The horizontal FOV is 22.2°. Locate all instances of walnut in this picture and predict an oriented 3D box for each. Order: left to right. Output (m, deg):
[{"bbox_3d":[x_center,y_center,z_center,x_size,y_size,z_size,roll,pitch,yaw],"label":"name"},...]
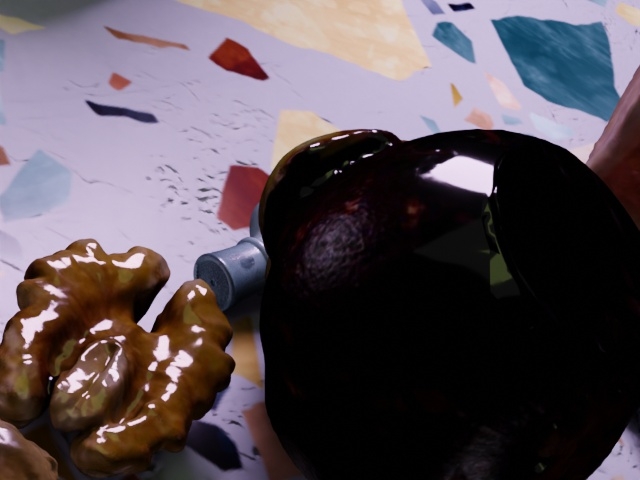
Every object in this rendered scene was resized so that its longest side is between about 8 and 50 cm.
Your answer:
[{"bbox_3d":[-0.132,0.074,0.997,0.143,0.069,0.170,34,41,3],"label":"walnut"}]

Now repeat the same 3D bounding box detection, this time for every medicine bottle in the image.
[{"bbox_3d":[0.000,0.000,1.170,0.208,0.054,0.090,-22,64,-40],"label":"medicine bottle"}]

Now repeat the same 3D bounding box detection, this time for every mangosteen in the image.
[{"bbox_3d":[0.074,0.038,1.013,0.287,0.233,0.288,25,45,-28],"label":"mangosteen"}]

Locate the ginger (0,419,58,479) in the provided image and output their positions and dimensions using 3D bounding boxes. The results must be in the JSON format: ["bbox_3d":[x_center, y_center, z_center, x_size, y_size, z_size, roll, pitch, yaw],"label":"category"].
[{"bbox_3d":[-0.241,0.139,0.816,0.218,0.123,0.270,-22,61,-41],"label":"ginger"}]

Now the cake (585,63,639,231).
[{"bbox_3d":[0.403,-0.082,1.363,0.309,0.237,0.230,36,40,5],"label":"cake"}]

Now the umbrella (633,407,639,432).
[{"bbox_3d":[0.254,0.091,1.226,0.071,0.080,0.224,-10,40,7],"label":"umbrella"}]
